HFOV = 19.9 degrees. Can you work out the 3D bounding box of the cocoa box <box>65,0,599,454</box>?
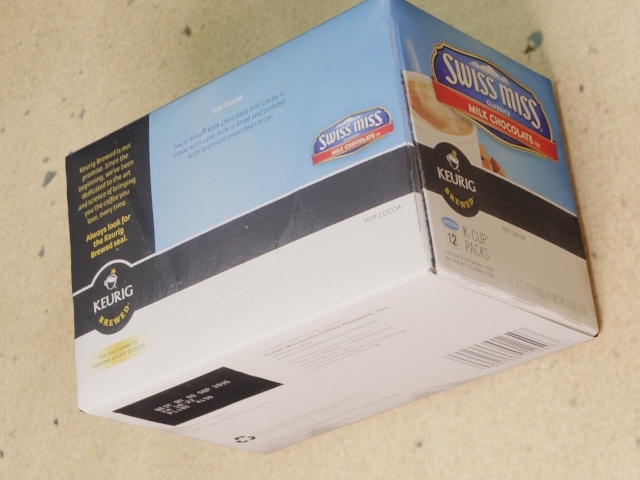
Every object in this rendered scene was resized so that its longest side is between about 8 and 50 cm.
[{"bbox_3d":[0.000,0.000,1.422,0.347,0.231,0.228,-23,62,33],"label":"cocoa box"}]
